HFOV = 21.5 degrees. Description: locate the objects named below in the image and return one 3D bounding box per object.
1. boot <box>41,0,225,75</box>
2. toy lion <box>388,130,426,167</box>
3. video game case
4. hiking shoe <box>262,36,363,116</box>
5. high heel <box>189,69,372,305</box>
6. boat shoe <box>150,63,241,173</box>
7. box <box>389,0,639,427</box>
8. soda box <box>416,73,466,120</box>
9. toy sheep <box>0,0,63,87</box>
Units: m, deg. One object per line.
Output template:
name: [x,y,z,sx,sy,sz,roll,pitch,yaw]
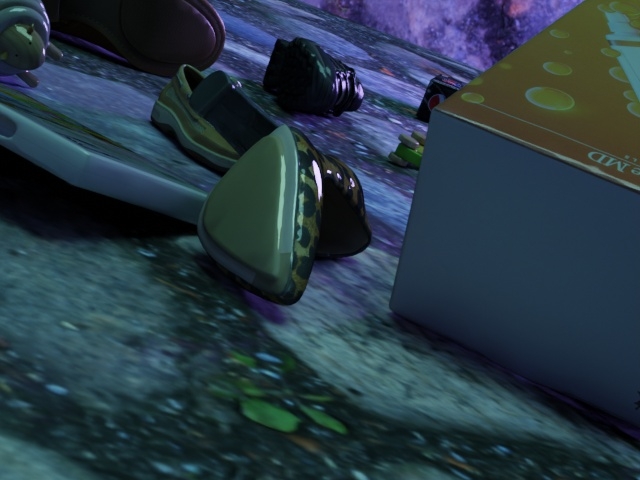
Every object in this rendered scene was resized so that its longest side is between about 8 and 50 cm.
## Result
boot: [-0.265,-0.267,1.885,0.283,0.109,0.220,6,13,-29]
toy lion: [0.132,-0.086,1.891,0.096,0.034,0.100,31,13,11]
video game case: [-0.188,-0.072,1.143,0.206,0.026,0.227,28,3,21]
hiking shoe: [0.006,-0.192,2.009,0.114,0.086,0.227,14,12,-16]
high heel: [0.000,0.000,1.166,0.186,0.093,0.261,43,16,-32]
boat shoe: [-0.092,-0.110,1.482,0.068,0.072,0.190,12,15,-39]
box: [0.234,-0.044,1.215,0.215,0.168,0.345,24,35,22]
soda box: [0.179,-0.202,2.431,0.053,0.060,0.169,23,11,5]
toy sheep: [-0.279,-0.187,1.479,0.091,0.091,0.132,10,21,-45]
